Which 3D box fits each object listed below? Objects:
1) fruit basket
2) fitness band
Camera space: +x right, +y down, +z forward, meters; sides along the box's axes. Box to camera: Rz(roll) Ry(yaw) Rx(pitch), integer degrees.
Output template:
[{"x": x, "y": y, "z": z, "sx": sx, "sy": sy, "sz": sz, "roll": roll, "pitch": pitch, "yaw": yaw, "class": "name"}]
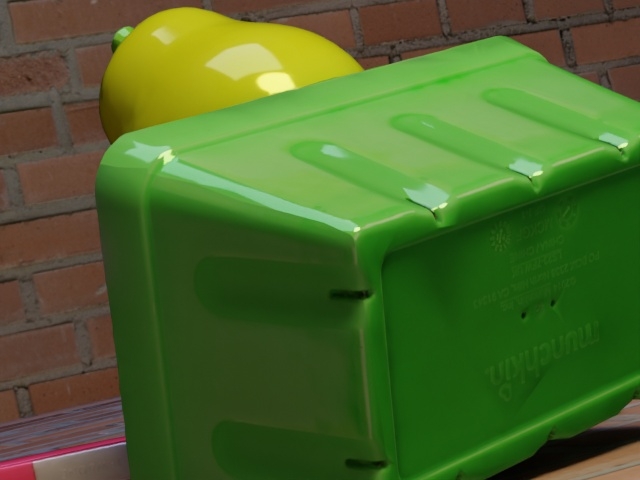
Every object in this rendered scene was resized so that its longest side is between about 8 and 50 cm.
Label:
[{"x": 0.000, "y": 0.000, "z": 1.198, "sx": 0.392, "sy": 0.283, "sz": 0.392, "roll": -5, "pitch": 15, "yaw": 1, "class": "fruit basket"}, {"x": -0.189, "y": 0.178, "z": 1.386, "sx": 0.291, "sy": 0.054, "sz": 0.209, "roll": -11, "pitch": -3, "yaw": -1, "class": "fitness band"}]
